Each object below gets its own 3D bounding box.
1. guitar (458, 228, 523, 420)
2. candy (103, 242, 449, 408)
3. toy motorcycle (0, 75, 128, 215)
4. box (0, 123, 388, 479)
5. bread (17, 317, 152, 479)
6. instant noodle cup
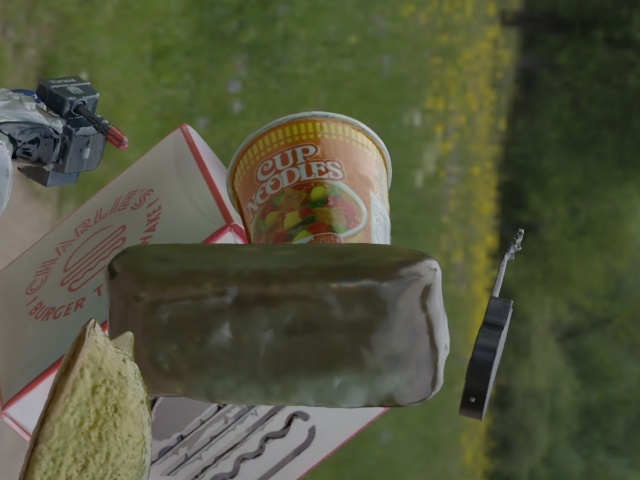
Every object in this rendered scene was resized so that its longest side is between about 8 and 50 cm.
[{"bbox_3d":[0.163,0.066,1.682,0.233,0.025,0.088,-66,167,-48],"label":"guitar"},{"bbox_3d":[-0.030,0.057,1.252,0.102,0.234,0.104,-71,158,-73],"label":"candy"},{"bbox_3d":[-0.250,-0.072,1.387,0.221,0.150,0.102,-12,124,-48],"label":"toy motorcycle"},{"bbox_3d":[-0.153,0.114,2.015,0.300,0.314,0.312,49,4,-26],"label":"box"},{"bbox_3d":[-0.129,0.140,1.011,0.149,0.065,0.187,104,3,-81],"label":"bread"},{"bbox_3d":[0.000,0.000,1.714,0.185,0.168,0.168,-99,-177,-48],"label":"instant noodle cup"}]
